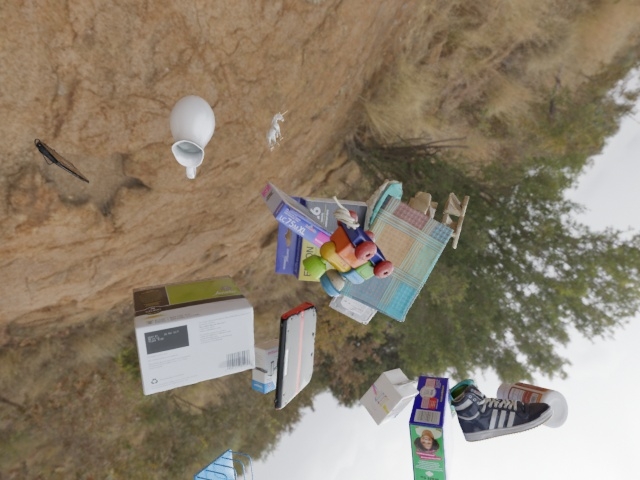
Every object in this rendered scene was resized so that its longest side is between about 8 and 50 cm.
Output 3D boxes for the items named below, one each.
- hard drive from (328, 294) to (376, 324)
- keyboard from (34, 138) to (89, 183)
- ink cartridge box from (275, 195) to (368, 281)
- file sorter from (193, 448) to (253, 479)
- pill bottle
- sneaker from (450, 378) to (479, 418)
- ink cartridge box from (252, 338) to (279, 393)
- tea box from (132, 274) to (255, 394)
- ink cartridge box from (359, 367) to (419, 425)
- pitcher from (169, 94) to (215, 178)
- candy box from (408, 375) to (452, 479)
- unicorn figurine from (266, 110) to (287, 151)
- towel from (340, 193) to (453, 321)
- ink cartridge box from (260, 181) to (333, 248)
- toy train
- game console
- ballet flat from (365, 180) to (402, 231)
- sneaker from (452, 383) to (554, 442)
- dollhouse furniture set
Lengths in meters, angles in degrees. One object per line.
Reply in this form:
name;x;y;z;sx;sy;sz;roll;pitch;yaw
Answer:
hard drive;0.202;0.288;2.126;0.064;0.237;0.339;-61;178;-43
keyboard;-0.660;-0.191;1.030;0.038;0.100;0.192;-44;-177;-12
ink cartridge box;0.000;0.000;1.485;0.072;0.308;0.303;-114;-151;-71
file sorter;-0.315;0.796;1.353;0.105;0.118;0.170;-7;-179;29
pill bottle;0.725;0.561;1.422;0.121;0.121;0.216;-43;-172;-20
sneaker;0.520;0.656;1.669;0.275;0.107;0.110;-45;142;6
ink cartridge box;-0.232;0.573;1.887;0.148;0.086;0.203;-4;98;-51
tea box;-0.413;0.278;1.316;0.329;0.323;0.219;-7;108;-23
ink cartridge box;0.203;0.442;1.179;0.092;0.090;0.143;7;123;-48
pitcher;-0.377;-0.303;1.201;0.126;0.207;0.177;4;148;-14
candy box;0.404;0.700;1.469;0.268;0.122;0.317;-40;124;-62
unicorn figurine;-0.191;-0.461;1.725;0.060;0.111;0.162;5;145;-47
towel;0.249;0.068;1.376;0.370;0.272;0.040;-62;-167;7
ink cartridge box;-0.070;-0.071;1.227;0.065;0.186;0.311;-54;-153;5
toy train;0.024;0.017;0.769;0.143;0.105;0.248;-36;141;11
game console;-0.108;0.474;1.753;0.342;0.060;0.386;-6;101;-68
ballet flat;0.186;-0.049;1.596;0.147;0.147;0.408;-9;118;-72
sneaker;0.551;0.513;1.273;0.282;0.153;0.099;-28;167;23
dollhouse furniture set;0.390;-0.017;1.735;0.256;0.362;0.394;85;26;-47
